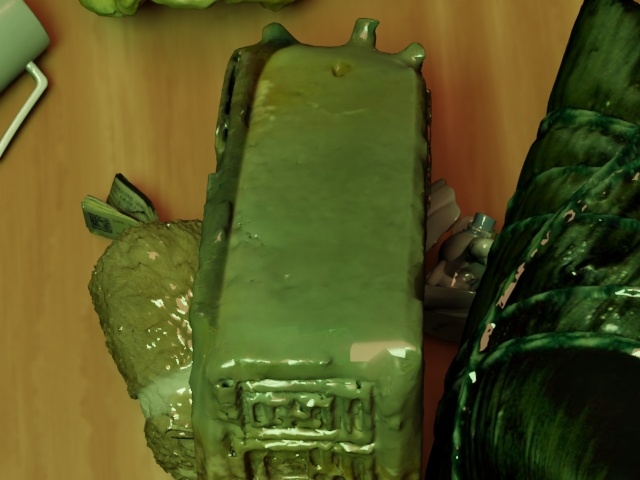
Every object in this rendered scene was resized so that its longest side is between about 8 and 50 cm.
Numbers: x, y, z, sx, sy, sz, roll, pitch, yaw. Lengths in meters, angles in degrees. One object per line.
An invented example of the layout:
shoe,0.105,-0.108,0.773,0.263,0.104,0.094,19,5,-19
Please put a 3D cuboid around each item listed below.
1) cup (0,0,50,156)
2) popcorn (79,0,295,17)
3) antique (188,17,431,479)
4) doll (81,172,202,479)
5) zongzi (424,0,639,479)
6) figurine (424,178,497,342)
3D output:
cup,-0.233,-0.106,1.307,0.116,0.074,0.104,-41,95,-13
popcorn,-0.094,-0.247,1.285,0.286,0.174,0.225,36,93,12
antique,0.000,0.000,1.117,0.125,0.150,0.284,2,52,3
doll,-0.082,0.045,1.213,0.105,0.115,0.221,-25,62,9
zongzi,0.181,0.076,1.036,0.319,0.362,0.383,40,77,0
figurine,0.080,0.010,1.207,0.082,0.094,0.086,26,69,-15
